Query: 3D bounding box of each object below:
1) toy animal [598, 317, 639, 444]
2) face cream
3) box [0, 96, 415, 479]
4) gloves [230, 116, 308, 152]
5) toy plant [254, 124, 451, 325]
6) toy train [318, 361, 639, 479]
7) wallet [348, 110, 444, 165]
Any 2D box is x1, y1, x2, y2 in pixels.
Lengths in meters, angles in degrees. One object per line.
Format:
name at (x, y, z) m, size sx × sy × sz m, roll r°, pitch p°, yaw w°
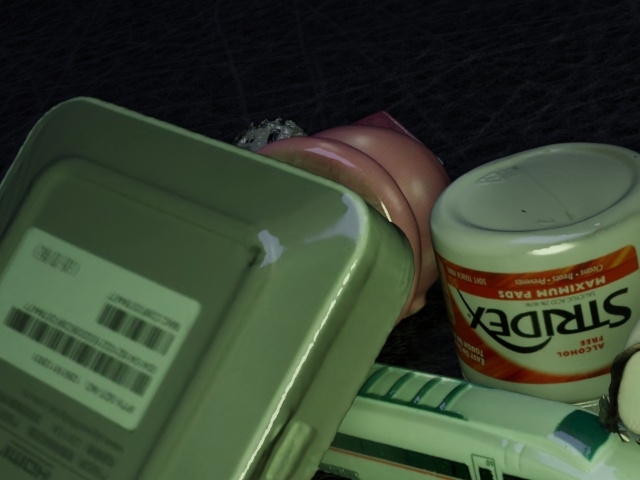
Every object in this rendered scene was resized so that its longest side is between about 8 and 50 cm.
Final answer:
toy animal at (0.341, 0.045, 1.227) m, size 0.183 × 0.247 × 0.310 m, roll -2°, pitch 30°, yaw 34°
face cream at (0.205, 0.038, 1.379) m, size 0.201 × 0.187 × 0.201 m, roll -12°, pitch 25°, yaw 5°
box at (-0.162, 0.101, 1.275) m, size 0.396 × 0.111 × 0.396 m, roll 20°, pitch 78°, yaw 41°
gloves at (-0.081, -0.085, 1.928) m, size 0.114 × 0.070 × 0.153 m, roll -5°, pitch 38°, yaw 27°
toy plant at (0.004, 0.003, 1.473) m, size 0.317 × 0.210 × 0.356 m, roll -18°, pitch 0°, yaw 31°
toy train at (0.138, 0.160, 1.277) m, size 0.407 × 0.088 × 0.086 m, roll 9°, pitch 33°, yaw 39°
wallet at (0.016, -0.073, 1.855) m, size 0.232 × 0.025 × 0.119 m, roll -27°, pitch 55°, yaw -27°
